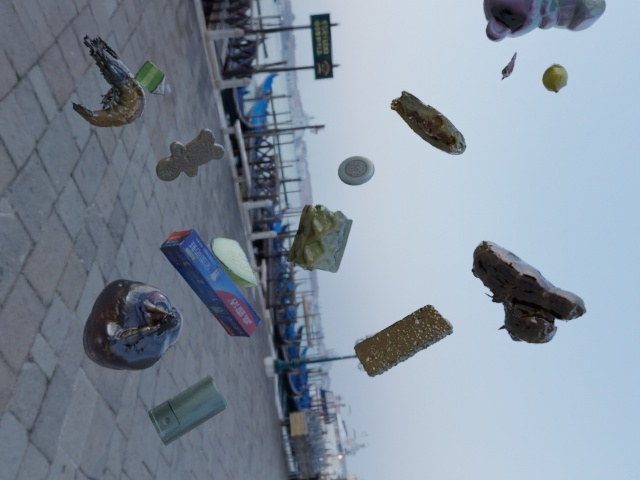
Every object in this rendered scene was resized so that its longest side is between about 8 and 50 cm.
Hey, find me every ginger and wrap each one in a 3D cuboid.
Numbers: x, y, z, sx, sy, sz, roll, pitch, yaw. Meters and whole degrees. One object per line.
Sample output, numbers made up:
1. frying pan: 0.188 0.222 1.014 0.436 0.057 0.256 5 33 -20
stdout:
1. ginger: 0.640 0.175 1.613 0.254 0.176 0.418 -55 -131 17

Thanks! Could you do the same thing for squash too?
1. squash: -0.375 0.082 2.068 0.237 0.203 0.155 59 -37 21

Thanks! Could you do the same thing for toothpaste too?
1. toothpaste: -0.265 0.114 1.195 0.321 0.076 0.066 60 42 -31

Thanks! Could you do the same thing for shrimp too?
1. shrimp: -0.708 -0.500 1.550 0.291 0.222 0.054 63 -7 -17

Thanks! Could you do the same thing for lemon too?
1. lemon: 0.636 -0.438 1.309 0.065 0.065 0.093 88 7 -72

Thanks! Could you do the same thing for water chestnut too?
1. water chestnut: -0.534 0.253 1.399 0.244 0.289 0.289 33 -34 31

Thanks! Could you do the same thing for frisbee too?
1. frisbee: 0.104 -0.206 1.411 0.014 0.110 0.110 70 10 -56

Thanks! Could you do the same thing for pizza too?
1. pizza: 0.247 -0.282 1.143 0.271 0.056 0.134 52 8 29

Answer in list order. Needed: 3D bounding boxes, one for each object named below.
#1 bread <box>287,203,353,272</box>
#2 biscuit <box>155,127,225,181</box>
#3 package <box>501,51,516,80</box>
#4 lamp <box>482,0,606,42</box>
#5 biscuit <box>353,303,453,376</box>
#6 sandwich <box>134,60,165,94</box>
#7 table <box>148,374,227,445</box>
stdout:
1. bread: -0.003 -0.001 1.850 0.238 0.195 0.252 5 -104 64
2. biscuit: -0.566 -0.357 2.060 0.049 0.301 0.197 50 -9 40
3. package: 0.631 -0.575 1.616 0.033 0.077 0.110 42 4 8
4. lamp: 0.608 -0.675 1.359 0.247 0.300 0.248 -21 113 -85
5. biscuit: 0.196 0.238 1.158 0.025 0.230 0.131 63 -3 -24
6. sandwich: -0.518 -0.510 1.519 0.074 0.074 0.116 41 11 -8
7. table: -0.429 0.550 1.569 0.126 0.219 0.127 45 -28 33
